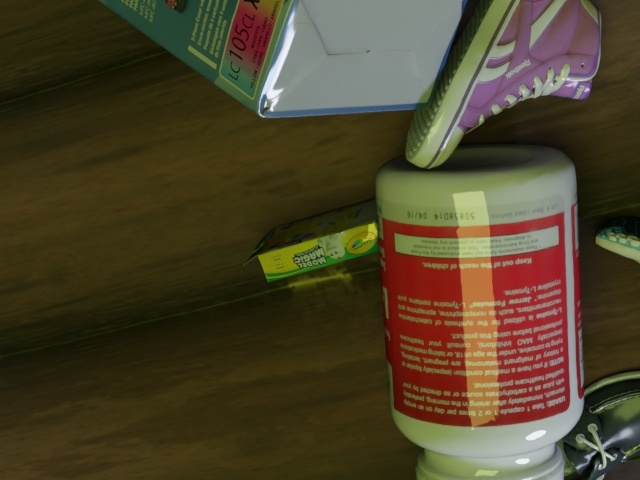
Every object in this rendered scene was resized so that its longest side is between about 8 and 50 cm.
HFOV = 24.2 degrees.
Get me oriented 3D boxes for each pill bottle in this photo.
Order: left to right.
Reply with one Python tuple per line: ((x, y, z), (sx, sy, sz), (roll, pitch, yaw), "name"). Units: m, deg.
((0.187, 0.104, 1.723), (0.229, 0.229, 0.407), (-1, 102, 13), "pill bottle")

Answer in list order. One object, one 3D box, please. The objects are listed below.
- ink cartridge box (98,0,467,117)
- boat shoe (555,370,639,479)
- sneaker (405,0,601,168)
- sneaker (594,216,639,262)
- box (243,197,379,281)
((-0.078, -0.286, 1.581), (0.395, 0.270, 0.151), (39, 120, 33), "ink cartridge box")
((0.317, 0.262, 1.858), (0.302, 0.091, 0.114), (-33, 101, 23), "boat shoe")
((0.216, -0.172, 1.643), (0.161, 0.102, 0.282), (34, 78, -11), "sneaker")
((0.414, 0.028, 1.757), (0.191, 0.071, 0.083), (13, 119, 8), "sneaker")
((0.000, 0.000, 1.819), (0.179, 0.105, 0.043), (-14, 107, 18), "box")
